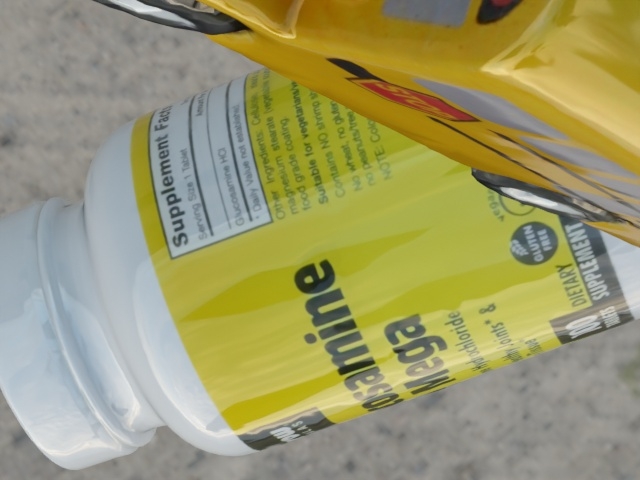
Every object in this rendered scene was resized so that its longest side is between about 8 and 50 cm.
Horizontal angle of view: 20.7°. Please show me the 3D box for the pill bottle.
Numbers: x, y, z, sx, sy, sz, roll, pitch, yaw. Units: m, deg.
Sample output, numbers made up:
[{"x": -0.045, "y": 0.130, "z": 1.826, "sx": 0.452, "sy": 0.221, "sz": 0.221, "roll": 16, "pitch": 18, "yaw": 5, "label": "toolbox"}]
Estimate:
[{"x": 0.000, "y": 0.000, "z": 0.907, "sx": 0.333, "sy": 0.188, "sz": 0.188, "roll": -21, "pitch": 140, "yaw": 10, "label": "pill bottle"}]

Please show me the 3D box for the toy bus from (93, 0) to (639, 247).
[{"x": 0.075, "y": -0.067, "z": 0.469, "sx": 0.332, "sy": 0.130, "sz": 0.108, "roll": 22, "pitch": 87, "yaw": -48, "label": "toy bus"}]
